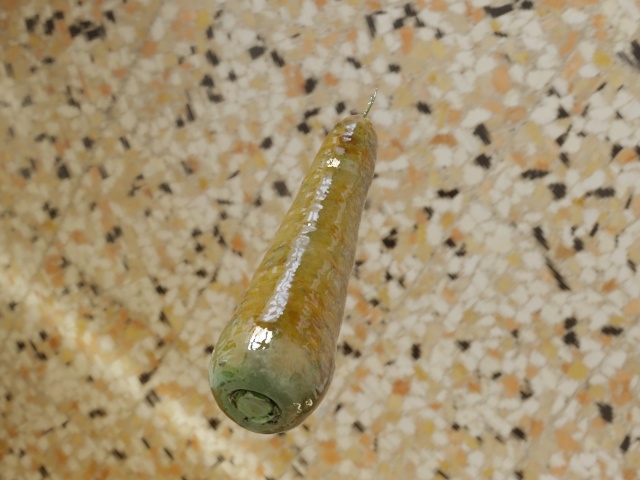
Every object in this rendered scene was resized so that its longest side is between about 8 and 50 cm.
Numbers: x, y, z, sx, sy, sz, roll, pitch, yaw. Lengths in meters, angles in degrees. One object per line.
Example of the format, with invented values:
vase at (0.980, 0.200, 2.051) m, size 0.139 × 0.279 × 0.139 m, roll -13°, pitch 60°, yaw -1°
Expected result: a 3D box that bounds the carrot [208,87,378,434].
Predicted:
carrot at (0.000, 0.000, 0.842) m, size 0.078 × 0.298 × 0.078 m, roll 12°, pitch 139°, yaw 10°
